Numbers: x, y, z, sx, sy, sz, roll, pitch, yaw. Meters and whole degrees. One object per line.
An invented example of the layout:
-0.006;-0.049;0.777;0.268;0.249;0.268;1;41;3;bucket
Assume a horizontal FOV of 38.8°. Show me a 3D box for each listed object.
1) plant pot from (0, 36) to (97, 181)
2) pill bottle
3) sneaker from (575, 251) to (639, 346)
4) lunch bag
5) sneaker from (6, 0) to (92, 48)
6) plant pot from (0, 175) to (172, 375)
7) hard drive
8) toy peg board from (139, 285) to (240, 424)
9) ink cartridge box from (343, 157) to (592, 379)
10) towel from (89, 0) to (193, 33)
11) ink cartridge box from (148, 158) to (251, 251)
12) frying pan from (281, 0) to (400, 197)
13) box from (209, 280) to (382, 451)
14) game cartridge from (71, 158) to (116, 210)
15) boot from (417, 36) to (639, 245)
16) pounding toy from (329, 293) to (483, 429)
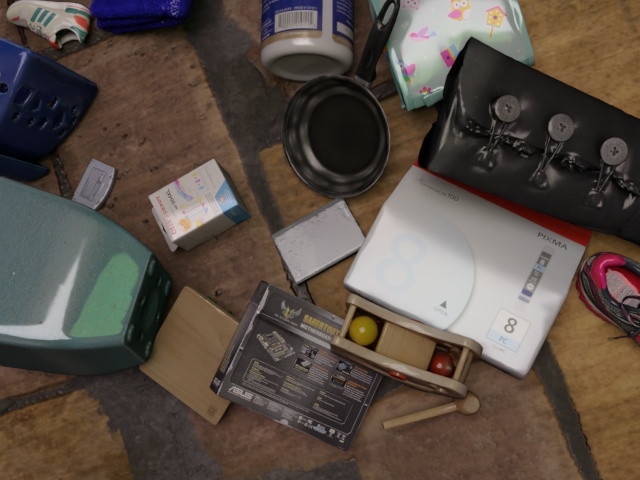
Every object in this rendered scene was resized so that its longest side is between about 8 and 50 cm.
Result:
-0.554;-0.230;1.513;0.235;0.236;0.212;24;91;13;plant pot
-0.020;-0.409;1.491;0.153;0.153;0.265;0;79;9;pill bottle
0.503;0.130;1.324;0.299;0.112;0.121;37;87;13;sneaker
0.199;-0.348;1.442;0.223;0.160;0.262;-18;71;5;lunch bag
-0.487;-0.382;1.613;0.161;0.057;0.075;3;74;7;sneaker
-0.376;0.081;1.399;0.252;0.247;0.248;12;71;8;plant pot
0.000;0.000;1.478;0.135;0.022;0.094;-29;76;3;hard drive
-0.176;0.179;1.457;0.161;0.079;0.161;34;102;14;toy peg board
0.259;-0.026;1.406;0.308;0.091;0.385;27;86;13;ink cartridge box
-0.290;-0.516;1.552;0.227;0.076;0.309;3;81;40;towel
-0.204;-0.051;1.487;0.143;0.090;0.092;-30;76;2;ink cartridge box
0.031;-0.229;1.438;0.197;0.053;0.326;13;109;26;frying pan
-0.025;0.191;1.377;0.231;0.056;0.183;26;84;-17;box
-0.387;-0.094;1.564;0.056;0.017;0.083;24;84;16;game cartridge
0.406;-0.196;1.343;0.444;0.146;0.367;20;80;3;boot
0.130;0.197;1.303;0.269;0.154;0.155;25;76;-13;pounding toy
